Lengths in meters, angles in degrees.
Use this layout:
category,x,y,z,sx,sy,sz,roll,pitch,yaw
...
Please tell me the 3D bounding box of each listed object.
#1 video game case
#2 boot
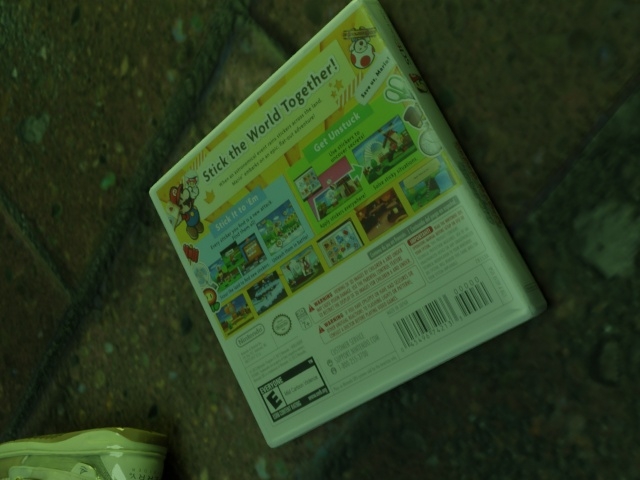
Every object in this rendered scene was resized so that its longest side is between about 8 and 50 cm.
category,x,y,z,sx,sy,sz,roll,pitch,yaw
video game case,0.000,0.000,0.546,0.227,0.026,0.206,-35,77,37
boot,-0.208,0.241,0.682,0.213,0.077,0.165,-18,62,35
